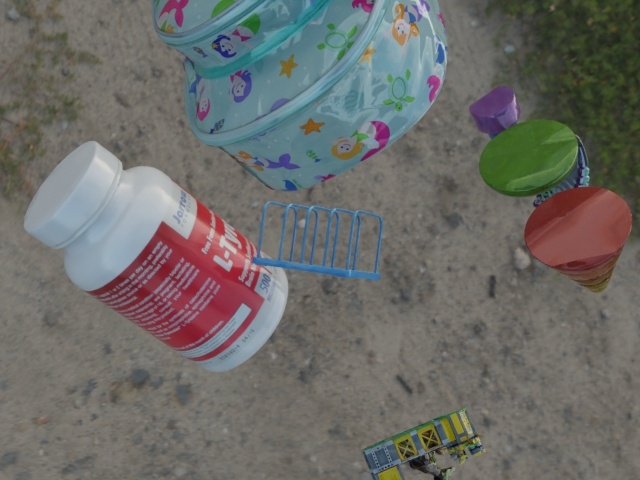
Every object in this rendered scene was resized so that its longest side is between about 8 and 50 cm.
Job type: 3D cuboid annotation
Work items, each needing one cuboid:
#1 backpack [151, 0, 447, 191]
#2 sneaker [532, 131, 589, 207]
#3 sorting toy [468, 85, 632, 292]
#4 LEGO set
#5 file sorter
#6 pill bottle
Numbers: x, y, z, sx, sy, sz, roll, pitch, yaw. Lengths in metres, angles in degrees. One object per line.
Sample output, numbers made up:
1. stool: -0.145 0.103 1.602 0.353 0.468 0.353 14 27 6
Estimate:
1. backpack: -0.019 -0.177 0.684 0.191 0.225 0.253 33 39 -47
2. sneaker: 0.474 -0.105 1.679 0.098 0.083 0.223 -11 121 -3
3. sorting toy: 0.293 -0.058 1.096 0.126 0.127 0.365 56 11 -41
4. LEGO set: 0.203 0.455 1.611 0.255 0.331 0.192 -19 77 -14
5. file sorter: 0.000 0.000 1.329 0.118 0.170 0.104 8 89 -62
6. pill bottle: -0.265 0.027 1.386 0.408 0.229 0.229 40 61 -31
